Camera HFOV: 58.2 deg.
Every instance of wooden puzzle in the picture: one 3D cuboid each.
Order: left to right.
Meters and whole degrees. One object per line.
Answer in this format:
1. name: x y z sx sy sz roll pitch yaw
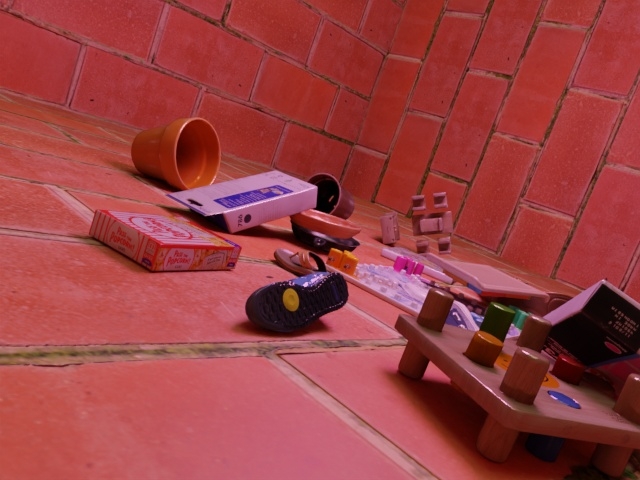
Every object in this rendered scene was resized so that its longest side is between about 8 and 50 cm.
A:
1. wooden puzzle: 0.407 0.098 1.424 0.239 0.044 0.221 13 11 -26

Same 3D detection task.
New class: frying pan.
1. frying pan: 0.026 0.007 1.466 0.197 0.053 0.326 15 12 -20

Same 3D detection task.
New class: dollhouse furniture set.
1. dollhouse furniture set: 0.348 -0.055 2.054 0.242 0.212 0.161 -6 4 15

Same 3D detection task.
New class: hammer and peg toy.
1. hammer and peg toy: 0.302 0.185 0.740 0.362 0.127 0.266 16 10 -23

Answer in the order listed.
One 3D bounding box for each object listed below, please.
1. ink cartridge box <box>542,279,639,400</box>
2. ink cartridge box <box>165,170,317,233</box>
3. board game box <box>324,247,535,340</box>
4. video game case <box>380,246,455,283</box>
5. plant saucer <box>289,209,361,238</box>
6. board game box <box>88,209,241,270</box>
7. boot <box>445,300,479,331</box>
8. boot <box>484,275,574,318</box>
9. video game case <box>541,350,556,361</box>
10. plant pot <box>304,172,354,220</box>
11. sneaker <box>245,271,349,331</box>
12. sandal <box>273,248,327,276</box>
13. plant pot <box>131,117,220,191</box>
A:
1. ink cartridge box: 0.435 0.173 0.889 0.176 0.069 0.371 39 -7 16
2. ink cartridge box: -0.181 -0.092 1.361 0.333 0.065 0.165 -17 32 -41
3. board game box: 0.259 0.118 1.308 0.390 0.050 0.390 25 11 34
4. video game case: 0.318 0.073 1.784 0.227 0.026 0.206 23 9 19
5. plant saucer: 0.005 -0.045 1.481 0.200 0.037 0.200 16 8 -2
6. board game box: -0.244 0.001 0.926 0.147 0.045 0.193 24 10 26
7. boot: 0.214 0.142 0.992 0.086 0.069 0.190 20 10 -16
8. boot: 0.579 0.166 1.588 0.284 0.109 0.220 10 9 -2
9. video game case: 0.573 0.273 1.140 0.201 0.023 0.183 17 9 -18
10. plant pot: 0.035 -0.143 2.073 0.167 0.166 0.165 25 3 30
11. sneaker: -0.045 0.090 0.819 0.082 0.069 0.209 -14 -2 35
12. sandal: -0.017 0.049 1.119 0.072 0.049 0.180 10 13 -47
13. plant pot: -0.415 -0.242 1.608 0.188 0.205 0.205 7 3 25
